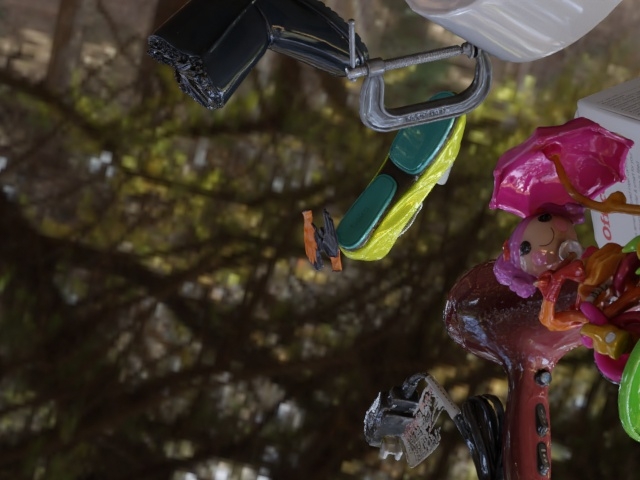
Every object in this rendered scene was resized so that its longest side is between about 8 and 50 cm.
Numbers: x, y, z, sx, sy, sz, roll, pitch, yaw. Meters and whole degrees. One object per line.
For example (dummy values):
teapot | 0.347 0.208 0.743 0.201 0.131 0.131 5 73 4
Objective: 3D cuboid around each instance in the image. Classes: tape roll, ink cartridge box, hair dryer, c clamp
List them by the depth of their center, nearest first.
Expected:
hair dryer | 0.158 0.115 1.043 0.080 0.293 0.223 2 -141 -38
ink cartridge box | 0.311 -0.042 1.171 0.086 0.148 0.203 -23 -154 -20
tape roll | 0.189 -0.303 1.257 0.100 0.286 0.286 24 -173 -28
c clamp | 0.097 -0.160 1.372 0.161 0.137 0.022 -9 -136 -17

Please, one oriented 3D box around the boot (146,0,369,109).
boot | -0.082 -0.244 1.869 0.246 0.207 0.094 40 159 -12

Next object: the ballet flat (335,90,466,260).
ballet flat | 0.105 -0.070 1.666 0.077 0.231 0.077 28 -168 -44

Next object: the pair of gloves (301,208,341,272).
pair of gloves | 0.000 0.000 1.642 0.010 0.074 0.083 -12 -174 -25

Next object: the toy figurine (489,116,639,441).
toy figurine | 0.152 0.003 0.760 0.159 0.173 0.130 25 170 46
